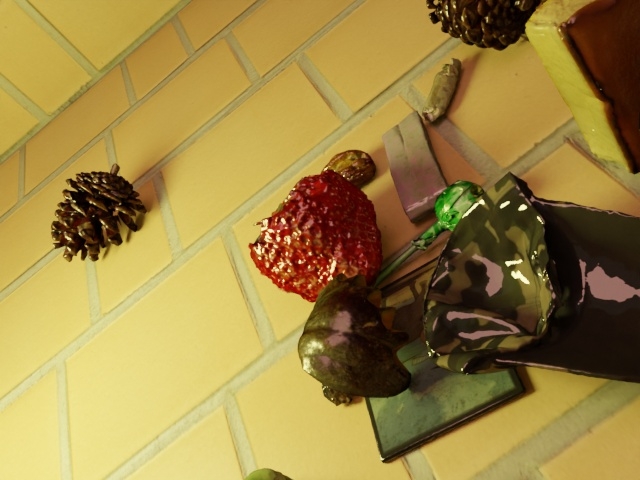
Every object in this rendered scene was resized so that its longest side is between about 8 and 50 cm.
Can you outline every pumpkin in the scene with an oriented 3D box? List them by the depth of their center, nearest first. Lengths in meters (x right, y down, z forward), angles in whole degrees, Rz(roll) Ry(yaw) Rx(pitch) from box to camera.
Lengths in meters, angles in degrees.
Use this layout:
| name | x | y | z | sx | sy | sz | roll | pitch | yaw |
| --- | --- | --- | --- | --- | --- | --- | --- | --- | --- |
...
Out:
| name | x | y | z | sx | sy | sz | roll | pitch | yaw |
| --- | --- | --- | --- | --- | --- | --- | --- | --- | --- |
| pumpkin | 0.037 | 0.149 | 1.260 | 0.254 | 0.149 | 0.131 | 42 | 127 | 39 |

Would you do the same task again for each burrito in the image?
| name | x | y | z | sx | sy | sz | roll | pitch | yaw |
| --- | --- | --- | --- | --- | --- | --- | --- | --- | --- |
| burrito | 0.273 | -0.338 | 1.677 | 0.058 | 0.045 | 0.188 | -8 | 51 | 46 |

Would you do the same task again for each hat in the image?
| name | x | y | z | sx | sy | sz | roll | pitch | yaw |
| --- | --- | --- | --- | --- | --- | --- | --- | --- | --- |
| hat | 0.360 | 0.100 | 1.122 | 0.381 | 0.257 | 0.366 | 23 | 64 | 7 |

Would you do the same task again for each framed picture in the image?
| name | x | y | z | sx | sy | sz | roll | pitch | yaw |
| --- | --- | --- | --- | --- | --- | --- | --- | --- | --- |
| framed picture | 0.180 | 0.185 | 1.290 | 0.264 | 0.016 | 0.347 | -30 | 40 | 16 |

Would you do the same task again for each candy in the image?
| name | x | y | z | sx | sy | sz | roll | pitch | yaw |
| --- | --- | --- | --- | --- | --- | --- | --- | --- | --- |
| candy | 0.186 | 0.011 | 1.415 | 0.323 | 0.097 | 0.097 | -43 | 37 | 15 |

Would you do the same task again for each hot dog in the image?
| name | x | y | z | sx | sy | sz | roll | pitch | yaw |
| --- | --- | --- | --- | --- | --- | --- | --- | --- | --- |
| hot dog | 0.054 | -0.146 | 1.676 | 0.147 | 0.065 | 0.099 | -31 | 49 | 13 |

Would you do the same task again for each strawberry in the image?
| name | x | y | z | sx | sy | sz | roll | pitch | yaw |
| --- | --- | --- | --- | --- | --- | --- | --- | --- | --- |
| strawberry | -0.002 | 0.003 | 1.481 | 0.261 | 0.257 | 0.261 | -53 | 3 | 4 |

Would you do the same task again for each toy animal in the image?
| name | x | y | z | sx | sy | sz | roll | pitch | yaw |
| --- | --- | --- | --- | --- | --- | --- | --- | --- | --- |
| toy animal | 0.015 | 0.204 | 1.372 | 0.086 | 0.069 | 0.220 | -56 | 29 | 25 |

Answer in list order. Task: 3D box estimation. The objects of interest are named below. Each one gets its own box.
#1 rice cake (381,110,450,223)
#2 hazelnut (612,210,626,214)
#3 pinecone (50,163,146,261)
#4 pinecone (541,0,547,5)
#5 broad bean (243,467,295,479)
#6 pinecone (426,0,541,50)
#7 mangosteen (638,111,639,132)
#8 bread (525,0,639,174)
| name | x | y | z | sx | sy | sz | roll | pitch | yaw |
| --- | --- | --- | --- | --- | --- | --- | --- | --- | --- |
| rice cake | 0.200 | -0.156 | 1.566 | 0.106 | 0.050 | 0.298 | -29 | 40 | 16 |
| hazelnut | 0.464 | -0.006 | 1.172 | 0.086 | 0.086 | 0.086 | -24 | 41 | 23 |
| pinecone | -0.639 | -0.071 | 2.109 | 0.309 | 0.244 | 0.244 | -57 | 37 | 7 |
| pinecone | 0.535 | -0.436 | 1.408 | 0.246 | 0.246 | 0.292 | 1 | 71 | 42 |
| broad bean | -0.094 | 0.478 | 1.191 | 0.169 | 0.100 | 0.228 | -36 | 39 | 20 |
| pinecone | 0.368 | -0.536 | 1.642 | 0.224 | 0.224 | 0.272 | -47 | 30 | -6 |
| mangosteen | 0.595 | -0.153 | 1.088 | 0.228 | 0.228 | 0.266 | -14 | 78 | 32 |
| bread | 0.537 | -0.335 | 1.219 | 0.333 | 0.323 | 0.143 | -46 | 30 | -2 |
